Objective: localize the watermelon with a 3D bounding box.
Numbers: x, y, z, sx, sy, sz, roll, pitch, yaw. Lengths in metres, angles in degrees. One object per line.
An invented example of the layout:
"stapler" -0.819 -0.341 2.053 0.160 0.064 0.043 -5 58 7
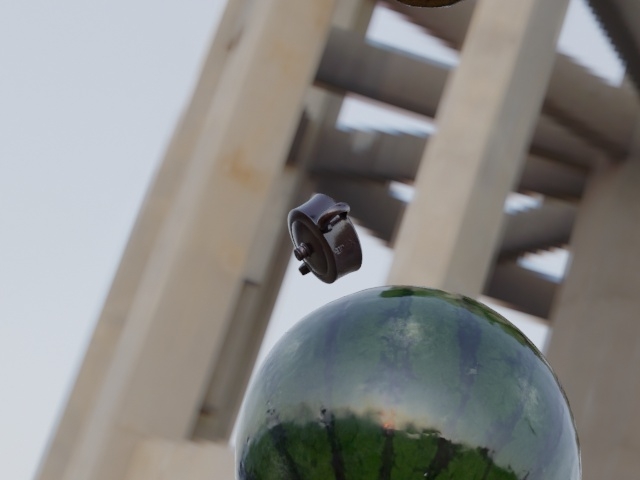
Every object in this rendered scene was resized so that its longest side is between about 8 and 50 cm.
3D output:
"watermelon" 0.045 0.124 1.022 0.188 0.214 0.188 3 -63 7

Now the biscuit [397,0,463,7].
"biscuit" 0.066 -0.259 1.487 0.124 0.026 0.175 -42 -95 32

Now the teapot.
"teapot" 0.000 0.000 1.503 0.068 0.045 0.100 52 -24 16
